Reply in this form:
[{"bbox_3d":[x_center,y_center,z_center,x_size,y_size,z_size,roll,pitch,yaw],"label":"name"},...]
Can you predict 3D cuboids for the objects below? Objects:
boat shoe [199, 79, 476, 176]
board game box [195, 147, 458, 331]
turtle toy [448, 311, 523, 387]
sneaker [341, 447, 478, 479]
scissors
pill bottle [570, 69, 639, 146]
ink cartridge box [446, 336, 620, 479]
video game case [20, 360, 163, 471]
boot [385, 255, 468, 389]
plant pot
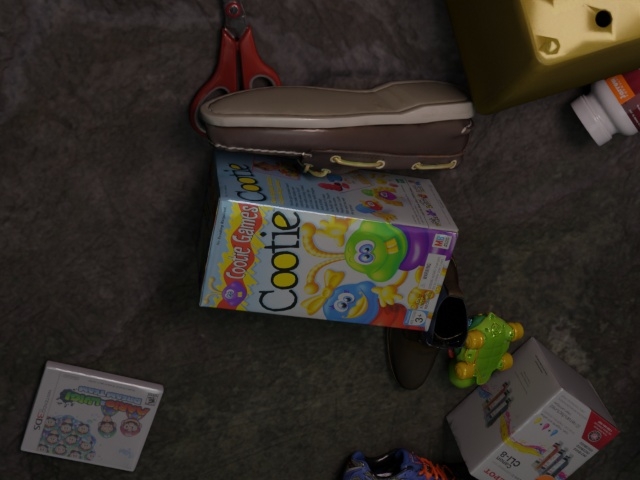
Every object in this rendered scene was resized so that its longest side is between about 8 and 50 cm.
[{"bbox_3d":[0.024,-0.121,1.150,0.324,0.116,0.097,-6,120,-19],"label":"boat shoe"},{"bbox_3d":[0.000,0.000,1.200,0.275,0.144,0.142,8,117,-13],"label":"board game box"},{"bbox_3d":[0.209,0.148,1.357,0.095,0.066,0.130,-7,124,-33],"label":"turtle toy"},{"bbox_3d":[0.134,0.341,1.444,0.221,0.083,0.087,-1,110,-13],"label":"sneaker"},{"bbox_3d":[-0.086,-0.242,1.131,0.109,0.021,0.297,3,116,-10],"label":"scissors"},{"bbox_3d":[0.378,-0.179,1.196,0.152,0.086,0.086,-34,118,17],"label":"pill bottle"},{"bbox_3d":[0.287,0.254,1.393,0.128,0.127,0.176,36,108,-25],"label":"ink cartridge box"},{"bbox_3d":[-0.304,0.236,1.346,0.157,0.019,0.143,15,115,-17],"label":"video game case"},{"bbox_3d":[0.137,0.123,1.310,0.082,0.106,0.219,2,117,-10],"label":"boot"},{"bbox_3d":[0.251,-0.259,1.041,0.212,0.187,0.212,-17,97,0],"label":"plant pot"}]
